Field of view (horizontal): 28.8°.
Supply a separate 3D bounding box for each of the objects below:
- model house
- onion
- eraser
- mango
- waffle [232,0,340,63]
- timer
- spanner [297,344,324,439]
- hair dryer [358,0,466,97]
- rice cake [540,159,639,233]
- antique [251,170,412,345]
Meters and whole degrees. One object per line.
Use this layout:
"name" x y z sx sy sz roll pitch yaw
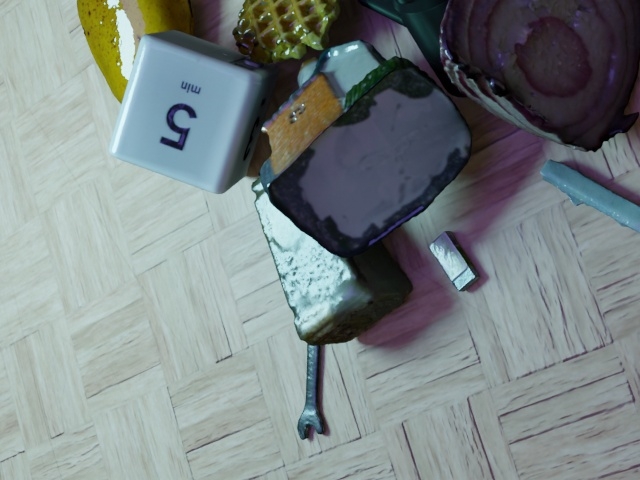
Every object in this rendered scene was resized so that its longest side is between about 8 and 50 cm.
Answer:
"model house" 0.047 -0.168 1.789 0.271 0.190 0.301 -43 32 14
"onion" 0.275 -0.274 1.594 0.146 0.314 0.280 -1 62 61
"eraser" 0.191 0.030 1.780 0.038 0.019 0.083 -43 65 27
"mango" -0.301 -0.356 2.079 0.191 0.160 0.290 -13 86 28
"waffle" -0.032 -0.376 1.897 0.243 0.059 0.237 3 68 47
"timer" -0.192 -0.202 1.932 0.194 0.192 0.195 21 104 3
"spanner" -0.012 0.184 1.937 0.054 0.015 0.254 3 92 35
"hair dryer" 0.113 -0.346 1.725 0.116 0.244 0.302 -45 39 -9
"rice cake" 0.364 -0.053 1.640 0.180 0.030 0.042 34 97 33
"antique" 0.000 0.000 1.861 0.150 0.125 0.284 -37 69 30
